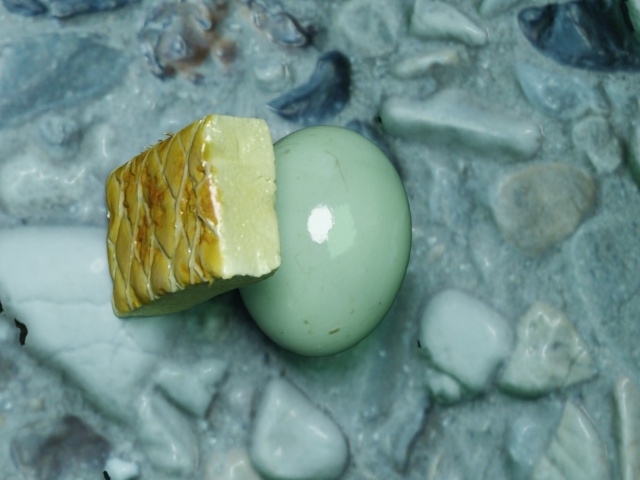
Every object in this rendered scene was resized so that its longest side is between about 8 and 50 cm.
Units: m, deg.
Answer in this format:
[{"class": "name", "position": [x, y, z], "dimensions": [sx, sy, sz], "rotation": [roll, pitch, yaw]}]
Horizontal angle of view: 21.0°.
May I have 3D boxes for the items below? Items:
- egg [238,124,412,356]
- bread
[{"class": "egg", "position": [0.000, 0.000, 1.418], "dimensions": [0.149, 0.149, 0.192], "rotation": [14, 76, -24]}, {"class": "bread", "position": [-0.105, -0.014, 1.346], "dimensions": [0.068, 0.188, 0.126], "rotation": [2, 77, -33]}]
